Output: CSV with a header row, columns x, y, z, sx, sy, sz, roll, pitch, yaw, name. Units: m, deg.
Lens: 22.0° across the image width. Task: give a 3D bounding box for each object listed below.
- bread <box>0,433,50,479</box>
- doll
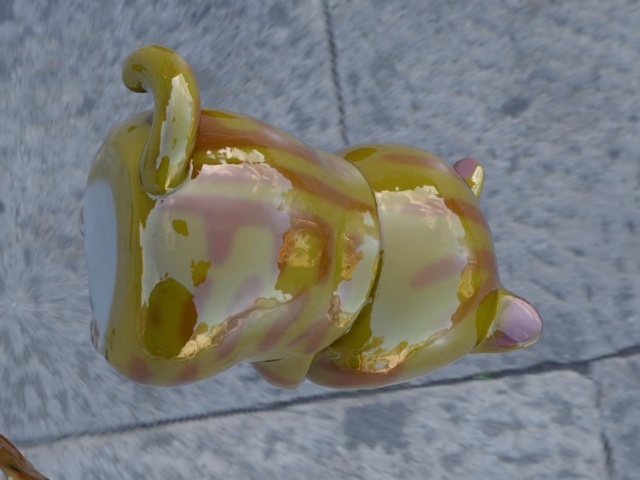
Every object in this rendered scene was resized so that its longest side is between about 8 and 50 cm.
x,y,z,sx,sy,sz,roll,pitch,yaw,name
-0.131,0.218,0.758,0.156,0.204,0.288,-37,107,-22,bread
-0.018,0.006,0.968,0.269,0.162,0.166,12,58,-39,doll
